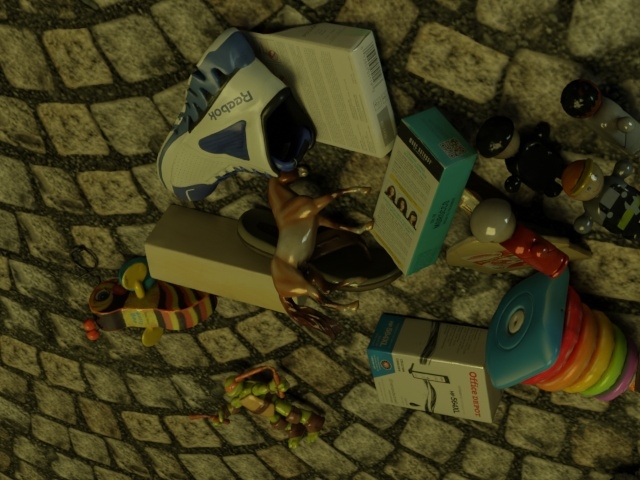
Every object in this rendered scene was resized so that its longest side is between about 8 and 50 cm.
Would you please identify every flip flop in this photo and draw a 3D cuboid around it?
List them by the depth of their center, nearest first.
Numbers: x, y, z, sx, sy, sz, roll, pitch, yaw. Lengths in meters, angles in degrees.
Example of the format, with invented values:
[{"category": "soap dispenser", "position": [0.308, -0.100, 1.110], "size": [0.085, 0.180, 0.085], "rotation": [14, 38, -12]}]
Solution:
[{"category": "flip flop", "position": [0.000, 0.000, 1.713], "size": [0.277, 0.112, 0.080], "rotation": [22, 125, 15]}]

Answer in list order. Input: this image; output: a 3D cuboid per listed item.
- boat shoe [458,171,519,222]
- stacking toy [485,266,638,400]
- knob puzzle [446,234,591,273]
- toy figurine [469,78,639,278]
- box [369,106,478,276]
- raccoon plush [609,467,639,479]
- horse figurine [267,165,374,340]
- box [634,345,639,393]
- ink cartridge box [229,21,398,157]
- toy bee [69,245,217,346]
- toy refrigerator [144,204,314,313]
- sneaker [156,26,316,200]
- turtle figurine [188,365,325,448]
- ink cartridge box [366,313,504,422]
[{"category": "boat shoe", "position": [0.223, -0.056, 1.564], "size": [0.135, 0.050, 0.045], "rotation": [42, 142, -2]}, {"category": "stacking toy", "position": [0.413, 0.175, 1.644], "size": [0.301, 0.175, 0.166], "rotation": [24, 149, -17]}, {"category": "knob puzzle", "position": [0.264, 0.008, 1.558], "size": [0.213, 0.030, 0.213], "rotation": [0, 166, 0]}, {"category": "toy figurine", "position": [0.296, -0.082, 1.365], "size": [0.148, 0.213, 0.209], "rotation": [31, 143, -26]}, {"category": "box", "position": [0.140, -0.065, 1.550], "size": [0.100, 0.060, 0.244], "rotation": [52, 150, 26]}, {"category": "raccoon plush", "position": [0.663, 0.537, 1.834], "size": [0.446, 0.216, 0.299], "rotation": [-14, 133, 38]}, {"category": "horse figurine", "position": [-0.012, 0.014, 1.633], "size": [0.174, 0.263, 0.066], "rotation": [5, 179, 20]}, {"category": "box", "position": [0.530, 0.054, 1.439], "size": [0.191, 0.143, 0.381], "rotation": [10, 135, 19]}, {"category": "ink cartridge box", "position": [-0.007, -0.219, 1.531], "size": [0.224, 0.056, 0.181], "rotation": [20, 143, 38]}, {"category": "toy bee", "position": [-0.343, 0.123, 1.975], "size": [0.298, 0.162, 0.195], "rotation": [-6, 131, 33]}, {"category": "toy refrigerator", "position": [-0.144, 0.034, 1.816], "size": [0.269, 0.102, 0.094], "rotation": [14, 138, 15]}, {"category": "sneaker", "position": [-0.115, -0.135, 1.573], "size": [0.182, 0.127, 0.315], "rotation": [39, 142, 8]}, {"category": "turtle figurine", "position": [-0.114, 0.318, 2.109], "size": [0.217, 0.087, 0.269], "rotation": [36, 131, -21]}, {"category": "ink cartridge box", "position": [0.194, 0.213, 1.828], "size": [0.203, 0.086, 0.148], "rotation": [7, 135, 24]}]
